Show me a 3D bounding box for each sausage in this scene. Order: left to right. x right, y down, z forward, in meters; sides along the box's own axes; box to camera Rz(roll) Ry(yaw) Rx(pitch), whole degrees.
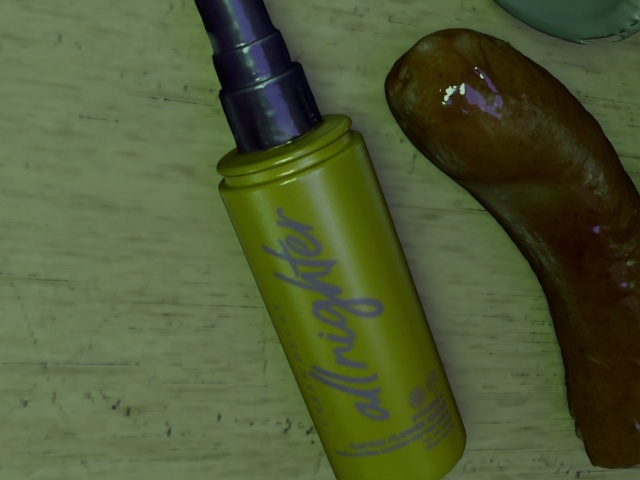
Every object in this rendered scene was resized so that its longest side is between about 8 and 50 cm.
[{"bbox_3d":[0.142,0.003,0.563,0.103,0.076,0.302,-38,112,-15],"label":"sausage"}]

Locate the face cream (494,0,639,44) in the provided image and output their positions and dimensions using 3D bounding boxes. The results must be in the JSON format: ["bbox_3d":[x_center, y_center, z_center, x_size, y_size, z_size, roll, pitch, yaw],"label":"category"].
[{"bbox_3d":[0.144,-0.208,0.471,0.153,0.177,0.177,-41,113,-12],"label":"face cream"}]

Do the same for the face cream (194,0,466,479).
[{"bbox_3d":[0.000,0.000,0.496,0.078,0.078,0.273,-27,109,-18],"label":"face cream"}]
